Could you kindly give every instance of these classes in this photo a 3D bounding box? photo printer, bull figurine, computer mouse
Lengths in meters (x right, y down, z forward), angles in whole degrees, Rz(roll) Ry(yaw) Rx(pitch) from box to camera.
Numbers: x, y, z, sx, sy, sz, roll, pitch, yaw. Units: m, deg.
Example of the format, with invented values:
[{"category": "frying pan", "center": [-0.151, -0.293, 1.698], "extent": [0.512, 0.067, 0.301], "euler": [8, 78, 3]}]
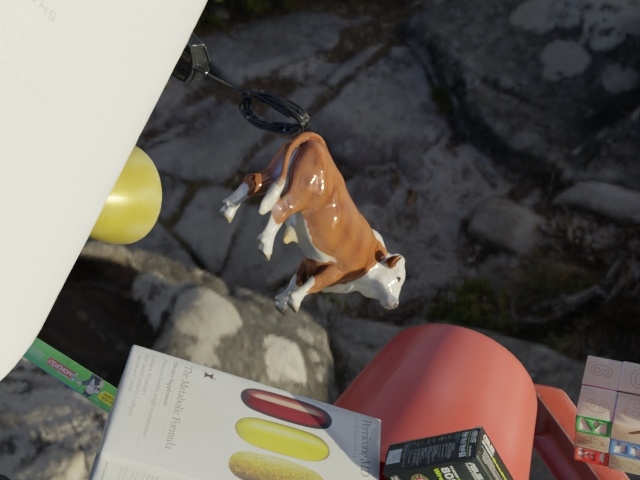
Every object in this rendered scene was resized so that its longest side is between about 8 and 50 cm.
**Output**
[{"category": "photo printer", "center": [-0.196, -0.088, 0.492], "extent": [0.107, 0.256, 0.307], "euler": [7, 63, 34]}, {"category": "bull figurine", "center": [0.000, 0.000, 1.464], "extent": [0.188, 0.310, 0.101], "euler": [-41, 32, -18]}, {"category": "computer mouse", "center": [-0.109, -0.185, 1.128], "extent": [0.242, 0.071, 0.041], "euler": [33, 52, 10]}]

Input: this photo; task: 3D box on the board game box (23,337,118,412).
[{"category": "board game box", "center": [-0.432, 0.272, 1.983], "extent": [0.317, 0.213, 0.046], "euler": [25, 75, 32]}]

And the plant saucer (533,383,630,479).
[{"category": "plant saucer", "center": [0.407, 0.353, 1.622], "extent": [0.048, 0.258, 0.259], "euler": [-30, 61, -7]}]

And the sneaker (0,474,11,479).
[{"category": "sneaker", "center": [-0.466, 0.418, 1.611], "extent": [0.051, 0.089, 0.170], "euler": [-24, 37, -31]}]

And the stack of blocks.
[{"category": "stack of blocks", "center": [0.458, 0.221, 1.256], "extent": [0.297, 0.171, 0.087], "euler": [10, 56, 19]}]

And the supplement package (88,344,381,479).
[{"category": "supplement package", "center": [-0.081, 0.217, 0.959], "extent": [0.244, 0.134, 0.139], "euler": [18, 36, -9]}]

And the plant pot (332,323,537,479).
[{"category": "plant pot", "center": [0.118, 0.242, 1.182], "extent": [0.275, 0.275, 0.243], "euler": [17, 44, 17]}]

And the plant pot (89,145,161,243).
[{"category": "plant pot", "center": [-0.283, -0.058, 1.344], "extent": [0.134, 0.134, 0.095], "euler": [26, 16, 24]}]

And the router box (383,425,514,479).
[{"category": "router box", "center": [0.124, 0.225, 0.938], "extent": [0.092, 0.122, 0.038], "euler": [-18, 29, 27]}]
